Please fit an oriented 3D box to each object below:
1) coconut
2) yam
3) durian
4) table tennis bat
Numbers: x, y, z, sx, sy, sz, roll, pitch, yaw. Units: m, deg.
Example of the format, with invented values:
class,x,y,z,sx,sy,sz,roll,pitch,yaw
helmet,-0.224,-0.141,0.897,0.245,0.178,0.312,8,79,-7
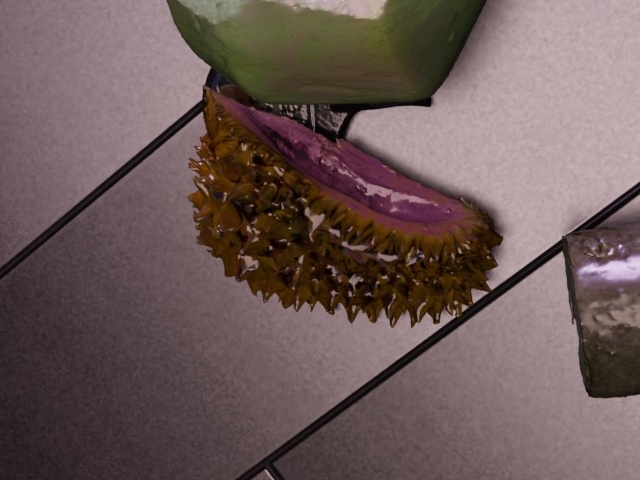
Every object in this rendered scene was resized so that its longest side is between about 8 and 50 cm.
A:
class,x,y,z,sx,sy,sz,roll,pitch,yaw
coconut,0.026,-0.270,1.351,0.329,0.281,0.328,-8,58,14
yam,0.371,0.053,1.371,0.304,0.168,0.168,-8,96,17
durian,0.001,0.000,1.467,0.341,0.112,0.191,26,109,4
table tennis bat,-0.006,-0.140,1.505,0.236,0.027,0.150,-3,98,16
